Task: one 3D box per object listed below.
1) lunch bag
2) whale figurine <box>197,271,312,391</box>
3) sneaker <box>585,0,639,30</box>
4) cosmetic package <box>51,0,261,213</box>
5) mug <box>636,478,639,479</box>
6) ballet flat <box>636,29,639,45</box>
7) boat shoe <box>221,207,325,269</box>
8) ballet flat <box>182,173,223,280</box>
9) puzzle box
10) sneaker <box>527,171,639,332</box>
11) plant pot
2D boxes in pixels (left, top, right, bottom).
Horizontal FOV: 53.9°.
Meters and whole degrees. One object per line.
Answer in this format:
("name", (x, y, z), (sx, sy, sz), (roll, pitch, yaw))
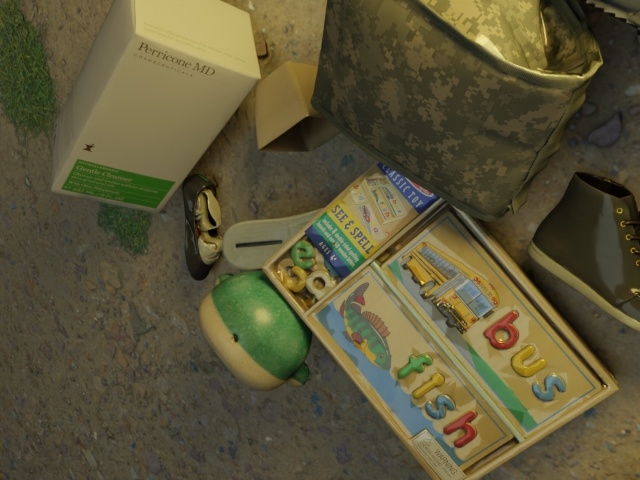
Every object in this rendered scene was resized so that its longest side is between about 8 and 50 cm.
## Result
("lunch bag", (0.145, -0.179, 0.686), (0.287, 0.169, 0.235), (44, 153, 19))
("whale figurine", (-0.075, 0.125, 0.985), (0.141, 0.272, 0.216), (-41, 80, 8))
("sneaker", (0.273, -0.283, 0.558), (0.319, 0.112, 0.131), (58, 138, 34))
("cosmetic package", (-0.272, -0.215, 0.987), (0.365, 0.197, 0.155), (-42, 48, 42))
("mug", (0.431, 0.453, 0.700), (0.328, 0.276, 0.373), (-13, 82, 34))
("ballet flat", (0.340, -0.273, 0.623), (0.049, 0.058, 0.173), (-130, 35, -68))
("boat shoe", (0.000, 0.000, 0.952), (0.303, 0.094, 0.109), (1, 92, 21))
("ballet flat", (-0.206, -0.017, 1.125), (0.074, 0.074, 0.203), (12, 112, 34))
("puzzle box", (0.145, 0.104, 0.834), (0.272, 0.052, 0.409), (-42, 84, 19))
("sneaker", (0.350, 0.020, 0.697), (0.222, 0.083, 0.118), (34, 125, 24))
("plant pot", (-0.032, -0.193, 0.900), (0.109, 0.109, 0.096), (-27, 78, 41))
